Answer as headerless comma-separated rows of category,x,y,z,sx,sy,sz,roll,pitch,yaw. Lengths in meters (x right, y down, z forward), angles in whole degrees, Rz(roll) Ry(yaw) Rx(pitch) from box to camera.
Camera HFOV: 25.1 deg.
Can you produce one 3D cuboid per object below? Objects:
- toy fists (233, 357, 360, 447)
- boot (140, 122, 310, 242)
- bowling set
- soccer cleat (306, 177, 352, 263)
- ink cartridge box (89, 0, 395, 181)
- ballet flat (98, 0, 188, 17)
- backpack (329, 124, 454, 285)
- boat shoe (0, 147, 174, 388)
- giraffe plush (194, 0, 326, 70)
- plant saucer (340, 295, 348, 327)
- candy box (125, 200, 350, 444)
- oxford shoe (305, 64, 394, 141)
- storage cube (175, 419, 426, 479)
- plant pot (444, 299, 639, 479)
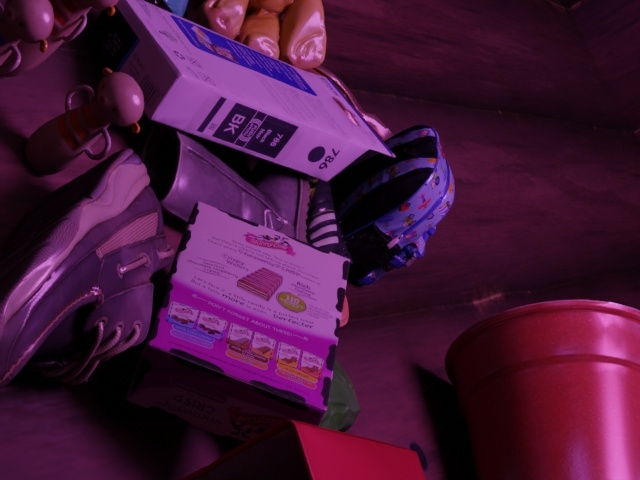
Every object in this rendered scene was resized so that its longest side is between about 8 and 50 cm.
toy fists,-0.003,0.211,1.343,0.279,0.096,0.142,63,17,12
boot,-0.102,-0.065,1.506,0.208,0.076,0.189,31,34,-35
bowling set,-0.271,-0.205,1.227,0.200,0.154,0.287,2,60,-62
soccer cleat,0.000,0.000,1.609,0.072,0.060,0.179,23,44,-15
ink cartridge box,-0.078,-0.154,1.544,0.333,0.065,0.165,16,28,-45
ballet flat,-0.227,-0.280,1.492,0.247,0.083,0.087,27,59,-47
backpack,0.088,-0.048,1.704,0.117,0.173,0.158,45,27,-28
boat shoe,-0.190,0.040,1.135,0.130,0.132,0.355,55,25,-13
giraffe plush,-0.078,-0.305,1.720,0.181,0.210,0.170,33,-8,-29
plant saucer,0.006,0.060,1.621,0.083,0.013,0.083,43,28,-30
candy box,-0.067,0.076,1.271,0.159,0.071,0.233,22,32,-6
oxford shoe,0.001,-0.160,1.801,0.212,0.076,0.076,42,68,-13
storage cube,-0.014,0.275,1.140,0.193,0.184,0.215,23,42,-54
plant pot,0.288,0.250,1.674,0.272,0.272,0.265,36,42,-41
